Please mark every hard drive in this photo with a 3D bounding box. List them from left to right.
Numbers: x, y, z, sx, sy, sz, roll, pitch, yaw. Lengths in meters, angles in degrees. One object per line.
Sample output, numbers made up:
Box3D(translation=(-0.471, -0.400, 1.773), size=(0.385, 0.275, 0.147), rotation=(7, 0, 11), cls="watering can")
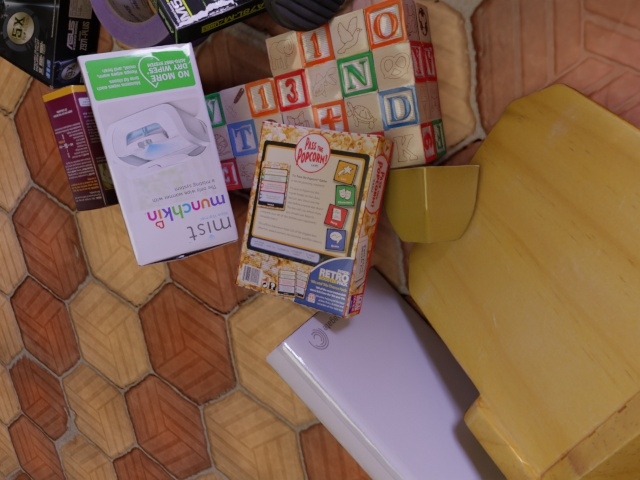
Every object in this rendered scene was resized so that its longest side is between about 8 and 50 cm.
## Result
Box3D(translation=(0.127, 0.205, 0.580), size=(0.353, 0.233, 0.047), rotation=(46, 124, 9), cls="hard drive")

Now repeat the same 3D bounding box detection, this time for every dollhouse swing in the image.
Box3D(translation=(0.321, 0.058, 0.526), size=(0.315, 0.304, 0.346), rotation=(15, 121, -21), cls="dollhouse swing")

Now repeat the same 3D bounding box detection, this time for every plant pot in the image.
Box3D(translation=(0.122, -0.040, 0.559), size=(0.081, 0.082, 0.083), rotation=(6, 101, 59), cls="plant pot")

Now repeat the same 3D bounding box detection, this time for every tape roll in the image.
Box3D(translation=(-0.227, -0.362, 0.683), size=(0.189, 0.080, 0.188), rotation=(9, 111, 26), cls="tape roll")

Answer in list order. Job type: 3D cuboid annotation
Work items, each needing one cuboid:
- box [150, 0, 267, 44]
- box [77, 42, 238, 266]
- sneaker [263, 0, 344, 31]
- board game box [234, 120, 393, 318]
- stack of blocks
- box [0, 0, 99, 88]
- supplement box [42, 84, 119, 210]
Box3D(translation=(-0.132, -0.348, 0.582), size=(0.190, 0.184, 0.045), rotation=(59, 165, 0), cls="box")
Box3D(translation=(-0.214, -0.108, 0.661), size=(0.262, 0.127, 0.230), rotation=(-160, 57, -66), cls="box")
Box3D(translation=(-0.026, -0.381, 0.532), size=(0.146, 0.123, 0.330), rotation=(10, 90, 42), cls="sneaker")
Box3D(translation=(-0.011, -0.027, 0.557), size=(0.147, 0.045, 0.193), rotation=(14, 97, 26), cls="board game box")
Box3D(translation=(-0.010, -0.166, 0.620), size=(0.297, 0.087, 0.171), rotation=(-4, 104, 31), cls="stack of blocks")
Box3D(translation=(-0.439, -0.359, 0.804), size=(0.147, 0.078, 0.180), rotation=(33, 120, 17), cls="box")
Box3D(translation=(-0.356, -0.151, 0.812), size=(0.081, 0.104, 0.188), rotation=(-4, 104, 31), cls="supplement box")
